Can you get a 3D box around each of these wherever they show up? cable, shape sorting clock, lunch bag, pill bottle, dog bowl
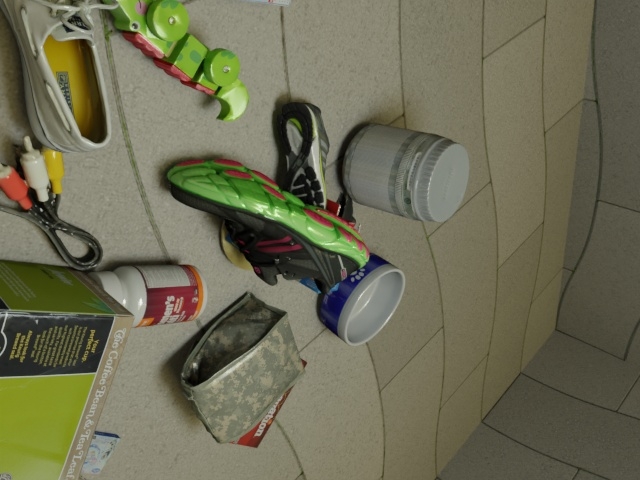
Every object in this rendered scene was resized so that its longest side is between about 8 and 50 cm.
[{"bbox_3d":[-0.456,-0.041,0.953,0.139,0.072,0.287,-40,134,-32],"label":"cable"},{"bbox_3d":[-0.143,-0.028,1.340,0.206,0.040,0.206,-20,121,-38],"label":"shape sorting clock"},{"bbox_3d":[-0.197,0.313,1.368,0.287,0.169,0.235,-43,137,-31],"label":"lunch bag"},{"bbox_3d":[-0.344,0.108,1.126,0.221,0.121,0.121,0,110,-49],"label":"pill bottle"},{"bbox_3d":[0.125,0.171,1.670,0.265,0.104,0.264,-34,142,-32],"label":"dog bowl"}]

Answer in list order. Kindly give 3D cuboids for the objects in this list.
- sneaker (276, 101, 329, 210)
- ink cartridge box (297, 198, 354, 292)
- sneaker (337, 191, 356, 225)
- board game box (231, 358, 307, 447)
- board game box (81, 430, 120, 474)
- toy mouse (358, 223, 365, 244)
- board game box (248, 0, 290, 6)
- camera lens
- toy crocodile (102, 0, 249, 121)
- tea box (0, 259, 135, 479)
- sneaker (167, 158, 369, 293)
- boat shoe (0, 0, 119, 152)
[{"bbox_3d":[-0.020,-0.179,1.333,0.121,0.111,0.299,-40,134,-55],"label":"sneaker"},{"bbox_3d":[0.000,0.000,1.443,0.078,0.134,0.230,-2,112,-47],"label":"ink cartridge box"},{"bbox_3d":[0.043,-0.037,1.543,0.170,0.051,0.089,-59,141,-14],"label":"sneaker"},{"bbox_3d":[-0.152,0.443,1.602,0.281,0.027,0.145,-59,142,-6],"label":"board game box"},{"bbox_3d":[-0.491,0.455,1.230,0.090,0.020,0.090,-59,142,-7],"label":"board game box"},{"bbox_3d":[0.077,0.051,1.640,0.143,0.031,0.160,-28,129,-37],"label":"toy mouse"},{"bbox_3d":[-0.144,-0.574,0.959,0.318,0.066,0.318,-15,136,-44],"label":"board game box"},{"bbox_3d":[0.210,-0.174,1.464,0.219,0.274,0.219,-24,124,-43],"label":"camera lens"},{"bbox_3d":[-0.250,-0.330,0.995,0.341,0.115,0.105,34,85,-51],"label":"toy crocodile"},{"bbox_3d":[-0.526,0.215,0.900,0.324,0.220,0.328,14,99,-50],"label":"tea box"},{"bbox_3d":[-0.111,-0.009,1.208,0.483,0.185,0.202,28,107,-28],"label":"sneaker"},{"bbox_3d":[-0.365,-0.304,0.812,0.136,0.157,0.366,-24,116,-50],"label":"boat shoe"}]
